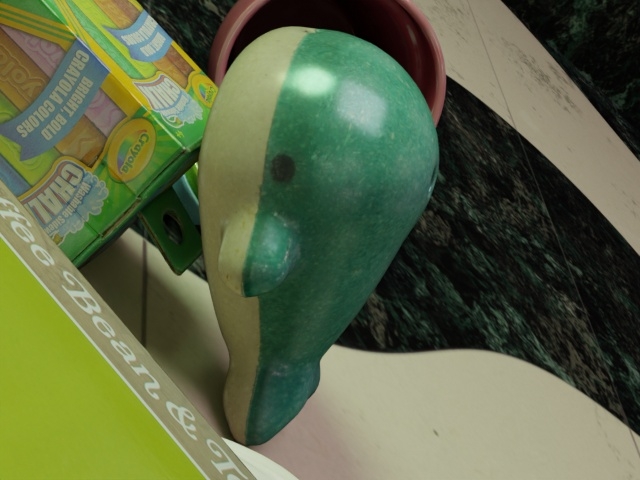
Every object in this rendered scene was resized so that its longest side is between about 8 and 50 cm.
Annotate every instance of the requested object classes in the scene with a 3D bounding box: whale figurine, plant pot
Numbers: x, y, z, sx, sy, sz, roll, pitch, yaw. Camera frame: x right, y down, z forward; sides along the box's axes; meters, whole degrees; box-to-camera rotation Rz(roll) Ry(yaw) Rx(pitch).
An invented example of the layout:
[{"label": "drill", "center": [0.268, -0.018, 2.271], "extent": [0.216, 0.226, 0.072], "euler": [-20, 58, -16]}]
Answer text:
[{"label": "whale figurine", "center": [0.000, 0.000, 1.097], "extent": [0.141, 0.272, 0.216], "euler": [8, 14, 11]}, {"label": "plant pot", "center": [-0.009, -0.153, 1.496], "extent": [0.201, 0.201, 0.180], "euler": [40, 5, -20]}]

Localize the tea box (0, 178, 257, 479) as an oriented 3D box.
[{"label": "tea box", "center": [-0.184, 0.128, 0.513], "extent": [0.329, 0.220, 0.323], "euler": [49, 20, 5]}]

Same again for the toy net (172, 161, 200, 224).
[{"label": "toy net", "center": [-0.140, -0.111, 1.245], "extent": [0.232, 0.045, 0.122], "euler": [55, 15, -32]}]

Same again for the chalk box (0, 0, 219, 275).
[{"label": "chalk box", "center": [-0.148, -0.071, 1.101], "extent": [0.213, 0.132, 0.132], "euler": [46, 19, -3]}]

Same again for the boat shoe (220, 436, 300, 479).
[{"label": "boat shoe", "center": [-0.092, 0.141, 0.875], "extent": [0.277, 0.098, 0.096], "euler": [37, 20, -2]}]
